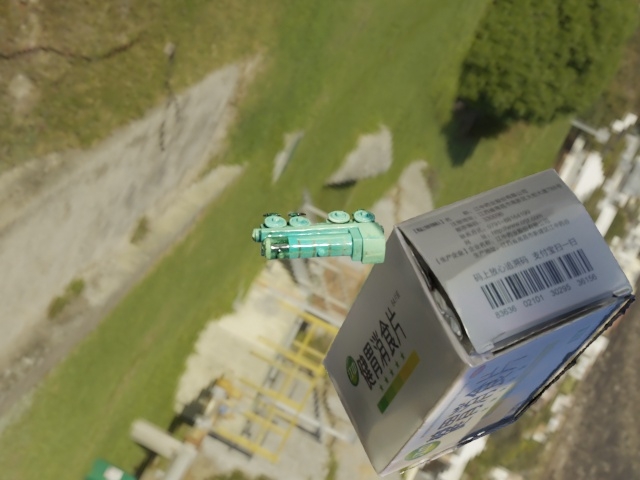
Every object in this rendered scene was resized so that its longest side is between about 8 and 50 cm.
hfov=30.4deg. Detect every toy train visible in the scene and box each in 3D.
[{"bbox_3d":[0.000,0.000,0.808,0.045,0.092,0.029,-111,-159,-58],"label":"toy train"}]

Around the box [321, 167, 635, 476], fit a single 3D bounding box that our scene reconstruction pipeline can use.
[{"bbox_3d":[0.134,0.087,1.109,0.173,0.145,0.333,-21,158,-22],"label":"box"}]
